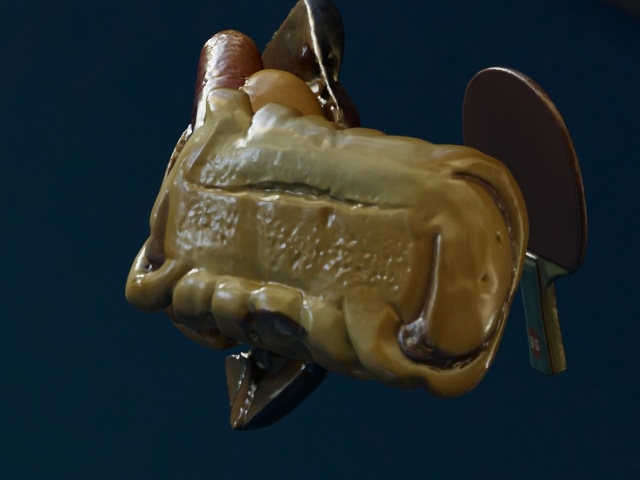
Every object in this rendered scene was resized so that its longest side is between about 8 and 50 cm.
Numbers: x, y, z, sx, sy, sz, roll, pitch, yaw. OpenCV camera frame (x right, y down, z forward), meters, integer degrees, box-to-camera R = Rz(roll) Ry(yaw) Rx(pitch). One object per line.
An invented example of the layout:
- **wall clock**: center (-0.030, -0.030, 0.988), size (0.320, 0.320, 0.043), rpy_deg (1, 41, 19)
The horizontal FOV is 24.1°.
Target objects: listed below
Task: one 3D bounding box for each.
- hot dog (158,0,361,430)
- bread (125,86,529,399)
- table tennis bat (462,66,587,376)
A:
- **hot dog**: center (-0.066, -0.037, 1.108), size (0.107, 0.194, 0.326), rpy_deg (22, -137, -34)
- **bread**: center (0.000, 0.000, 0.801), size (0.225, 0.134, 0.081), rpy_deg (17, -178, 32)
- **table tennis bat**: center (0.170, -0.011, 1.222), size (0.021, 0.274, 0.154), rpy_deg (-22, -153, -22)
